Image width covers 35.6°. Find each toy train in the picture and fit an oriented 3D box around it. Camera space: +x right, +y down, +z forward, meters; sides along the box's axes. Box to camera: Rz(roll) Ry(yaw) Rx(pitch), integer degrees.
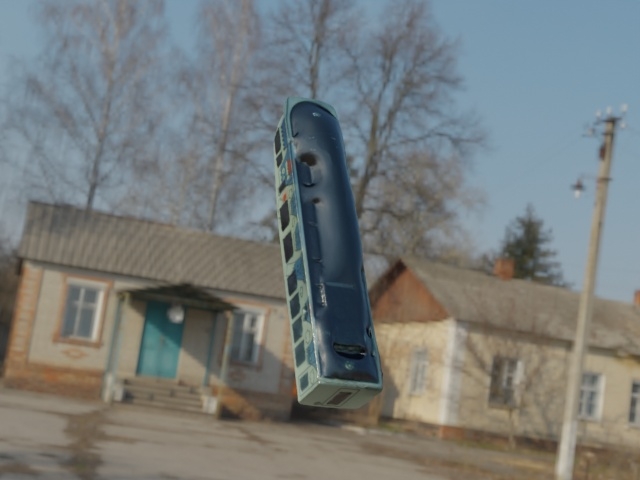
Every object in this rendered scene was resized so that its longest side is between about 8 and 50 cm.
[{"bbox_3d":[0.000,0.000,0.614,0.043,0.207,0.047,9,-34,-26],"label":"toy train"}]
